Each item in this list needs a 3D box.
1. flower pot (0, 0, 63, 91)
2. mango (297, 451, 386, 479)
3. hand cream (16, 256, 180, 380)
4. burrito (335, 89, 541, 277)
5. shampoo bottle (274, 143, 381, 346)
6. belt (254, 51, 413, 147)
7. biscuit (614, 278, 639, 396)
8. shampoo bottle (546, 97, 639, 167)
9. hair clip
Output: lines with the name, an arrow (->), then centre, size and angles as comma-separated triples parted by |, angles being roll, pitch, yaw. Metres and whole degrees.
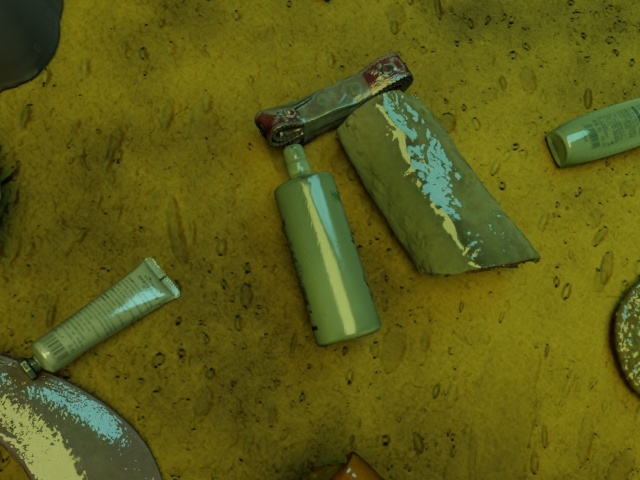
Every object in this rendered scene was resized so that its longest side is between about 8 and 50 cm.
flower pot -> -0.473, -0.325, 0.627 | 0.265, 0.243, 0.264 | 1, 82, -5
mango -> 0.044, 0.410, 0.595 | 0.201, 0.199, 0.349 | -21, 96, 18
hand cream -> -0.267, 0.096, 0.663 | 0.194, 0.042, 0.067 | -37, 81, -33
burrito -> 0.151, -0.061, 0.725 | 0.143, 0.105, 0.299 | -32, 83, -15
shampoo bottle -> 0.000, 0.000, 0.703 | 0.085, 0.085, 0.262 | -15, 82, -9
belt -> 0.022, -0.188, 0.752 | 0.232, 0.071, 0.053 | -27, 78, -14
biscuit -> 0.512, 0.139, 0.769 | 0.220, 0.033, 0.219 | 2, 79, -8
shampoo bottle -> 0.443, -0.165, 0.806 | 0.213, 0.049, 0.072 | -16, 79, -9
hair clip -> -0.313, 0.230, 0.632 | 0.359, 0.110, 0.095 | 38, 111, -2
